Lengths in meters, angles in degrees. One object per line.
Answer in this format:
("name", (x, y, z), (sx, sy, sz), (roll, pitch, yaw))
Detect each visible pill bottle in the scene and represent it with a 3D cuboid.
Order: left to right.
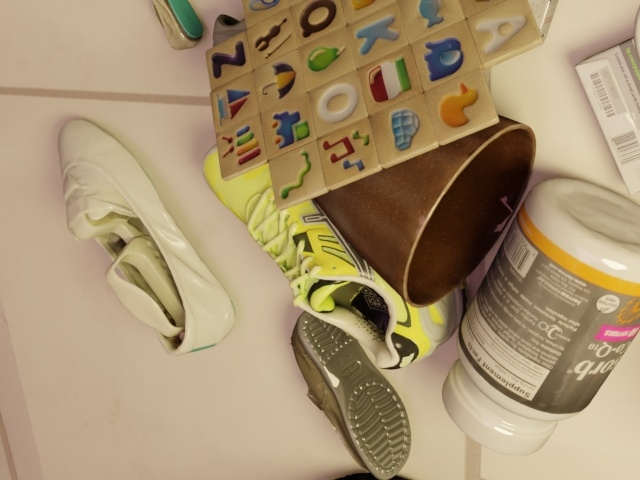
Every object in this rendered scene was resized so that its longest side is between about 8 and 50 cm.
("pill bottle", (0.241, 0.087, 0.794), (0.162, 0.162, 0.279), (29, 123, 16))

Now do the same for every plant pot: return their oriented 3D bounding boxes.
("plant pot", (0.073, -0.079, 0.812), (0.230, 0.215, 0.215), (36, 125, 28))

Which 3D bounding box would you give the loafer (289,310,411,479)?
("loafer", (0.037, 0.206, 1.020), (0.251, 0.094, 0.087), (63, 150, 4))

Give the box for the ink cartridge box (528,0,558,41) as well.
("ink cartridge box", (0.217, -0.238, 0.736), (0.028, 0.048, 0.083), (23, 120, 20))

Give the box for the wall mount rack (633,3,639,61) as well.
("wall mount rack", (0.424, -0.123, 0.585), (0.349, 0.130, 0.304), (1, 102, 15))

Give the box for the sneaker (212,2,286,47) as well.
("sneaker", (-0.019, -0.235, 0.847), (0.271, 0.100, 0.108), (-4, 99, 30))

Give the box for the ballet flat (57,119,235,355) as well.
("ballet flat", (-0.277, -0.003, 1.075), (0.139, 0.139, 0.400), (-38, 89, 36))

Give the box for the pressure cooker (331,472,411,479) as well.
("pressure cooker", (0.030, 0.560, 0.962), (0.375, 0.420, 0.370), (40, 124, 9))

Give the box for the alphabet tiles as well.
("alphabet tiles", (0.034, -0.194, 0.754), (0.342, 0.011, 0.285), (-21, 63, 20))

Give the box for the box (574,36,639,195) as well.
("box", (0.358, -0.141, 0.703), (0.186, 0.038, 0.145), (-22, 99, 36))

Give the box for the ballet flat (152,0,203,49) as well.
("ballet flat", (-0.205, -0.320, 0.944), (0.052, 0.057, 0.168), (-13, 104, 44))

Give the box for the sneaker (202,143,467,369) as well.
("sneaker", (0.000, 0.000, 0.906), (0.384, 0.147, 0.145), (36, 126, 14))
